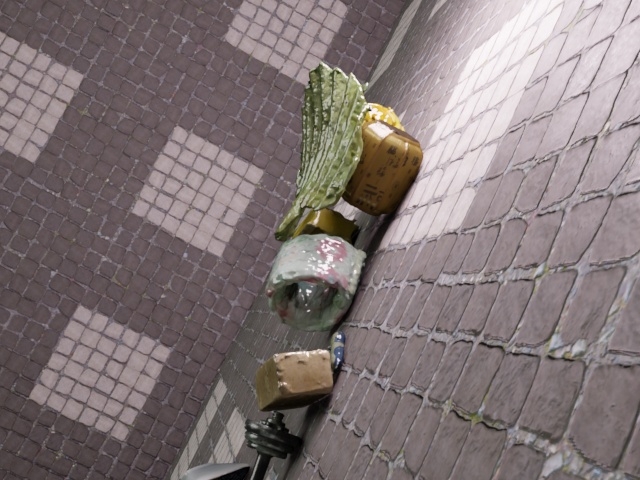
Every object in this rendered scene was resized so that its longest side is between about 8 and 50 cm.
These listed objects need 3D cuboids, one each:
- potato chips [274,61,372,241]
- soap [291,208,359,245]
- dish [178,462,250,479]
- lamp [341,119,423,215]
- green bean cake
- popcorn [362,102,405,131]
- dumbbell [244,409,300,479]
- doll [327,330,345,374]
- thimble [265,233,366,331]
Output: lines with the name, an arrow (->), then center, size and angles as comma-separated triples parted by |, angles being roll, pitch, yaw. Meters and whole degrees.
potato chips -> -0.009, -0.194, 1.660 | 0.373, 0.097, 0.389 | 139, 143, -58
soap -> -0.001, 0.001, 2.007 | 0.076, 0.135, 0.233 | -67, 8, -31
dish -> -0.288, 0.594, 1.731 | 0.182, 0.080, 0.243 | 0, -56, -56
lamp -> 0.125, -0.157, 1.637 | 0.185, 0.161, 0.161 | -59, 8, 17
green bean cake -> -0.052, 0.264, 1.427 | 0.179, 0.109, 0.085 | 129, 135, -63
popcorn -> 0.106, -0.211, 1.838 | 0.250, 0.190, 0.250 | -59, 2, 4
dumbbell -> -0.116, 0.438, 1.392 | 0.110, 0.110, 0.254 | 141, 149, -73
doll -> 0.030, 0.212, 1.438 | 0.037, 0.027, 0.125 | -59, 8, 24
thimble -> -0.007, 0.086, 1.613 | 0.211, 0.185, 0.149 | -17, 35, 29
